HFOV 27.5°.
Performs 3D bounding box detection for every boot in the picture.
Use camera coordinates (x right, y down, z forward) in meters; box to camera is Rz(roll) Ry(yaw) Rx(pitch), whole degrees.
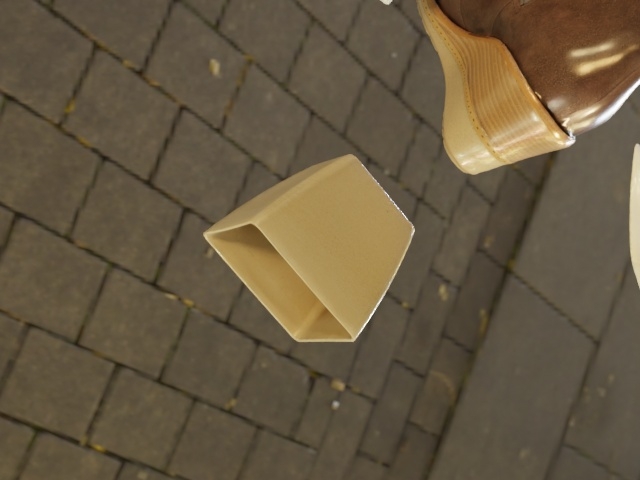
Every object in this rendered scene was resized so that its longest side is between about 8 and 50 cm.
[{"bbox_3d":[0.168,-0.163,0.841,0.090,0.207,0.248,41,32,-32],"label":"boot"}]

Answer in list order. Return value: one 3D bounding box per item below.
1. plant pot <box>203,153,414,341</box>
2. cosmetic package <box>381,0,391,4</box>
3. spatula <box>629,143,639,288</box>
[{"bbox_3d":[0.000,0.000,0.929,0.096,0.109,0.109,-45,103,-21],"label":"plant pot"},{"bbox_3d":[0.026,-0.318,0.838,0.225,0.224,0.138,-49,168,-8],"label":"cosmetic package"},{"bbox_3d":[0.148,0.093,0.509,0.242,0.019,0.168,-78,150,-45],"label":"spatula"}]
